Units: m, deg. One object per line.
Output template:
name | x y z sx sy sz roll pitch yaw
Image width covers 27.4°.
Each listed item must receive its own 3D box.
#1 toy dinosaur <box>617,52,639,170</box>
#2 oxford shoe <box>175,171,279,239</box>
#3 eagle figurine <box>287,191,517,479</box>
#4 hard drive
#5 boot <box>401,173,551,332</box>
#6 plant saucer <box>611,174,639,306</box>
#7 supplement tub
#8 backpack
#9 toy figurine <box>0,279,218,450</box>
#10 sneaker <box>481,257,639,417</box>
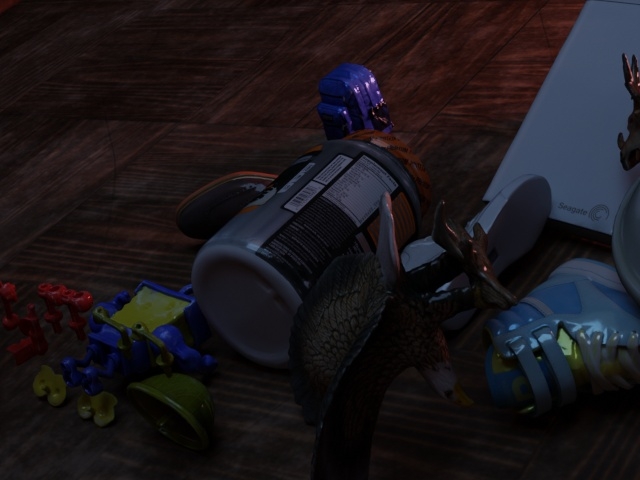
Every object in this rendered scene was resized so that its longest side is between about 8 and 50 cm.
toy dinosaur | 0.473 -0.214 1.572 0.296 0.127 0.200 -29 0 -26
oxford shoe | -0.082 -0.039 1.877 0.271 0.097 0.098 -11 35 11
eagle figurine | 0.063 0.113 1.362 0.298 0.226 0.225 -38 70 12
hard drive | 0.382 -0.174 1.718 0.233 0.047 0.353 20 79 48
boot | 0.175 0.003 1.644 0.123 0.095 0.258 13 49 44
plant saucer | 0.480 -0.054 1.298 0.401 0.100 0.400 -16 35 11
supplement tub | 0.000 0.000 1.660 0.194 0.193 0.316 7 36 36
backpack | 0.049 -0.214 2.080 0.098 0.120 0.101 14 41 42
toy figurine | -0.209 0.099 1.620 0.363 0.191 0.217 14 36 41
sneaker | 0.295 0.128 1.354 0.208 0.127 0.319 -29 21 -24
